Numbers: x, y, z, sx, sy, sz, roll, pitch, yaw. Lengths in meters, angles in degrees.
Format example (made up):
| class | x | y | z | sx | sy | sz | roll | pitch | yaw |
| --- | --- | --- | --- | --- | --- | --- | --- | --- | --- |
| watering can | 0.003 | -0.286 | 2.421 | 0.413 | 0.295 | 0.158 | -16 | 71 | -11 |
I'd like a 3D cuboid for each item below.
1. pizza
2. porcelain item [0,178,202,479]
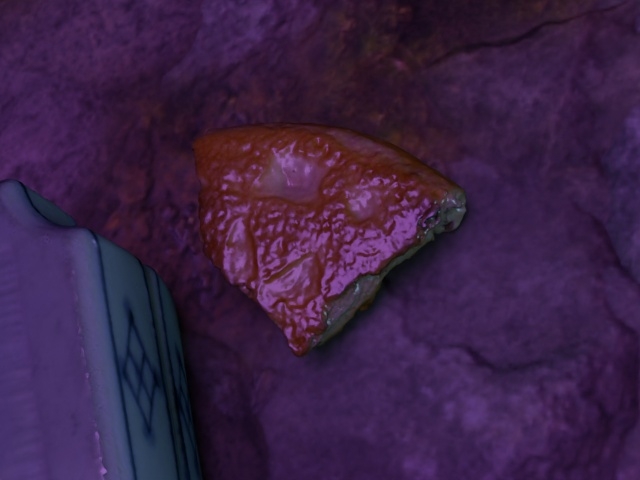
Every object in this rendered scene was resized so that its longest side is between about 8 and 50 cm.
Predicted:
| class | x | y | z | sx | sy | sz | roll | pitch | yaw |
| --- | --- | --- | --- | --- | --- | --- | --- | --- | --- |
| pizza | 0.000 | 0.000 | 1.016 | 0.182 | 0.062 | 0.161 | 2 | 64 | 16 |
| porcelain item | -0.221 | 0.131 | 0.991 | 0.281 | 0.157 | 0.286 | -19 | 64 | 11 |
